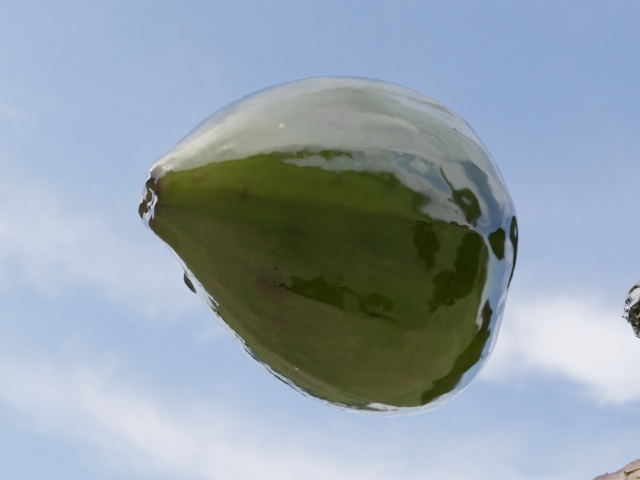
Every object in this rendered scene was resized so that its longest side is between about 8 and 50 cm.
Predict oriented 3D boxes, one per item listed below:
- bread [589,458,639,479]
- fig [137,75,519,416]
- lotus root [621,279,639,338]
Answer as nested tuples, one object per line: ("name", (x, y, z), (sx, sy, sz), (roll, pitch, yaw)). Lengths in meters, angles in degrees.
("bread", (0.213, 0.195, 0.757), (0.233, 0.105, 0.076), (-30, -38, 8))
("fig", (0.000, 0.000, 0.692), (0.225, 0.203, 0.203), (7, -36, -22))
("lotus root", (0.334, 0.027, 0.968), (0.209, 0.120, 0.120), (-20, -41, -15))
